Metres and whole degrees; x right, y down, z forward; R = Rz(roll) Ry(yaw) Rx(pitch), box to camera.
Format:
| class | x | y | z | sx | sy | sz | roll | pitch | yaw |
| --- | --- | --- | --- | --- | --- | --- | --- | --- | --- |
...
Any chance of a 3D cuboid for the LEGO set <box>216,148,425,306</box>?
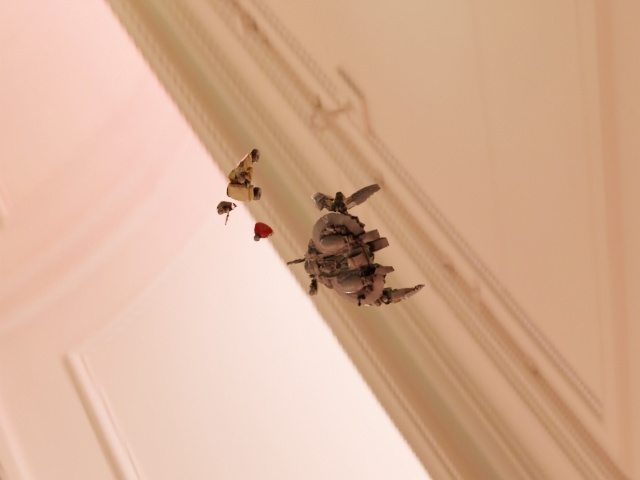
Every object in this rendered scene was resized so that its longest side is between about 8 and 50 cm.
| class | x | y | z | sx | sy | sz | roll | pitch | yaw |
| --- | --- | --- | --- | --- | --- | --- | --- | --- | --- |
| LEGO set | -0.002 | 0.001 | 0.553 | 0.083 | 0.054 | 0.023 | 15 | -148 | 11 |
